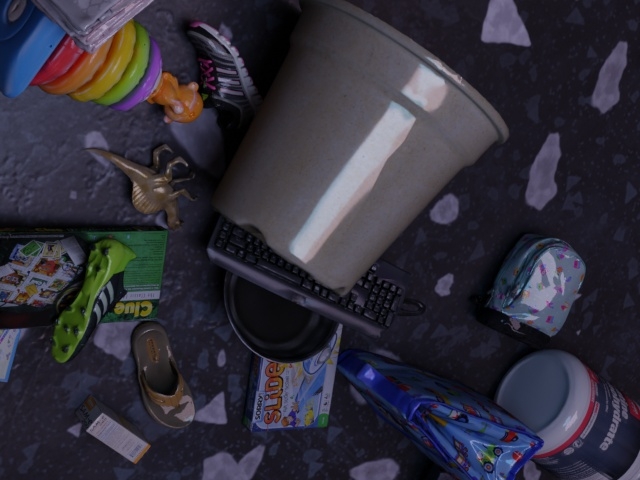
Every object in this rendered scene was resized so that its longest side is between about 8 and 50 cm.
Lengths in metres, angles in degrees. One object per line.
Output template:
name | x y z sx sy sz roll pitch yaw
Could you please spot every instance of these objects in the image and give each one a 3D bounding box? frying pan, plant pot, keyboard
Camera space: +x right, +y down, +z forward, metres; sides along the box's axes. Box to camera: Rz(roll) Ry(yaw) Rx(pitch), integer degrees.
frying pan | -0.006 0.066 1.694 0.326 0.053 0.197 -18 89 -33
plant pot | 0.027 -0.108 1.509 0.334 0.334 0.305 35 89 -33
keyboard | 0.000 0.000 1.664 0.317 0.033 0.201 26 72 -22

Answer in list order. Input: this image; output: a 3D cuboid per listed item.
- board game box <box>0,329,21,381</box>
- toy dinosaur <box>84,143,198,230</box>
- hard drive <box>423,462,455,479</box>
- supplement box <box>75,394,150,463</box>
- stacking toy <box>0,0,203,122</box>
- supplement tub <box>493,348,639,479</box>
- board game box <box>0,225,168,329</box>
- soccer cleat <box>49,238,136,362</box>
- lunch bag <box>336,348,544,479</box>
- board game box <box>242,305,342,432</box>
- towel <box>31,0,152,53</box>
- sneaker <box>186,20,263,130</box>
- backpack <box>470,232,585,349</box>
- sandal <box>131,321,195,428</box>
board game box | -0.448 0.107 1.499 0.103 0.026 0.154 12 100 -32
toy dinosaur | -0.226 -0.083 1.542 0.092 0.053 0.183 -47 122 -6
hard drive | 0.226 0.486 1.963 0.172 0.054 0.254 1 116 -29
supplement box | -0.296 0.270 1.617 0.036 0.062 0.098 -49 122 -4
stacking toy | -0.261 -0.226 1.431 0.302 0.165 0.175 26 108 -44
supplement tub | 0.447 0.323 1.967 0.272 0.191 0.191 35 88 -33
board game box | -0.330 0.048 1.521 0.260 0.030 0.136 0 105 -38
soccer cleat | -0.298 0.084 1.505 0.072 0.060 0.178 25 90 -54
lunch bag | 0.166 0.262 1.774 0.293 0.221 0.138 36 88 -33
board game box | -0.041 0.193 1.747 0.136 0.035 0.201 0 106 -29
towel | -0.257 -0.421 1.286 0.317 0.332 0.053 -44 166 -9
sneaker | -0.140 -0.216 1.537 0.075 0.063 0.170 -43 127 -17
backpack | 0.357 0.080 1.883 0.152 0.115 0.182 26 91 -30
sandal | -0.226 0.202 1.640 0.072 0.049 0.180 -23 116 -21
